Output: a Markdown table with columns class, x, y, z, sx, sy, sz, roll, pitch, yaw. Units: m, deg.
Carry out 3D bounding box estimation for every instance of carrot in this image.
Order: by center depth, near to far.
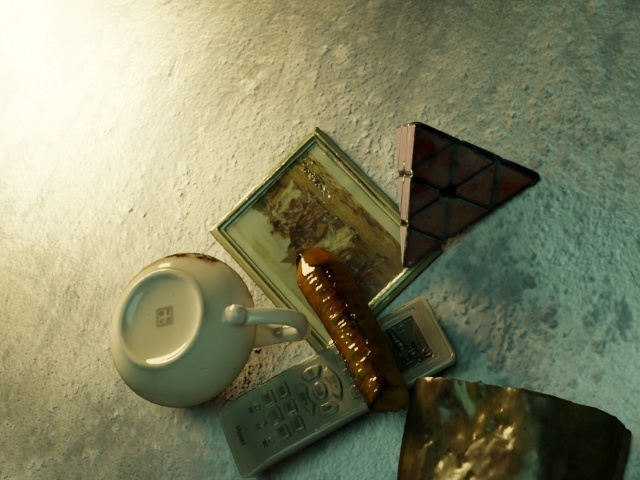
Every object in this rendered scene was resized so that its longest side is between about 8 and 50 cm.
| class | x | y | z | sx | sy | sz | roll | pitch | yaw |
| --- | --- | --- | --- | --- | --- | --- | --- | --- | --- |
| carrot | 0.037 | 0.111 | 1.894 | 0.070 | 0.070 | 0.260 | -33 | 51 | 7 |

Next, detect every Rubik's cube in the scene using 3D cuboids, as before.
| class | x | y | z | sx | sy | sz | roll | pitch | yaw |
| --- | --- | --- | --- | --- | --- | --- | --- | --- | --- |
| Rubik's cube | 0.132 | -0.124 | 1.947 | 0.211 | 0.190 | 0.178 | -32 | 42 | -5 |

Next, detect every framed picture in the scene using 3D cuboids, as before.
| class | x | y | z | sx | sy | sz | roll | pitch | yaw |
| --- | --- | --- | --- | --- | --- | --- | --- | --- | --- |
| framed picture | 0.000 | 0.000 | 2.018 | 0.217 | 0.017 | 0.274 | -46 | 62 | 1 |

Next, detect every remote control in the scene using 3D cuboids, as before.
| class | x | y | z | sx | sy | sz | roll | pitch | yaw |
| --- | --- | --- | --- | --- | --- | --- | --- | --- | --- |
| remote control | 0.022 | 0.193 | 1.922 | 0.313 | 0.055 | 0.109 | -29 | 51 | 5 |

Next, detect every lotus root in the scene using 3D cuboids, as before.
| class | x | y | z | sx | sy | sz | roll | pitch | yaw |
| --- | --- | --- | --- | --- | --- | --- | --- | --- | --- |
| lotus root | 0.194 | 0.305 | 1.762 | 0.267 | 0.149 | 0.260 | 9 | 74 | 27 |

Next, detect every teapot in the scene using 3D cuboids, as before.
| class | x | y | z | sx | sy | sz | roll | pitch | yaw |
| --- | --- | --- | --- | --- | --- | --- | --- | --- | --- |
| teapot | -0.164 | 0.118 | 1.964 | 0.298 | 0.139 | 0.204 | -4 | 68 | 26 |
